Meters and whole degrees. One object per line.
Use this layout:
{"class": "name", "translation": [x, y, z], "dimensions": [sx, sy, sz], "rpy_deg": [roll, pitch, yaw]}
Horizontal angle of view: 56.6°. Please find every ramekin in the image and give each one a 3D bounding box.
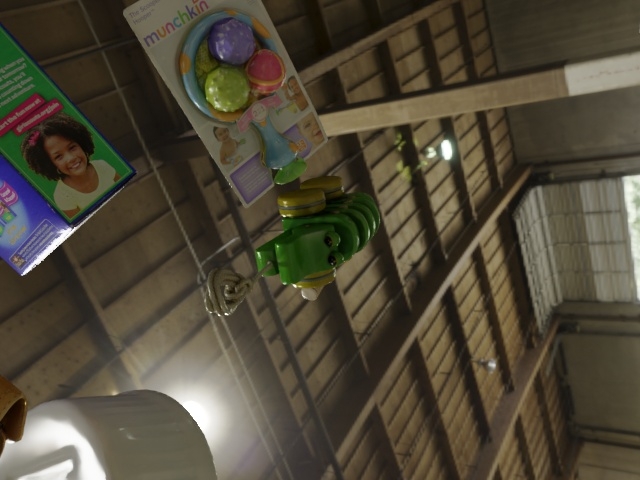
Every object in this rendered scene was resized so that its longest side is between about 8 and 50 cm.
{"class": "ramekin", "translation": [-0.263, 0.309, 0.676], "dimensions": [0.135, 0.277, 0.278], "rpy_deg": [26, -112, -55]}

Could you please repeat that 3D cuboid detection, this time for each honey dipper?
{"class": "honey dipper", "translation": [0.013, 0.040, 1.026], "dimensions": [0.161, 0.030, 0.031], "rpy_deg": [-56, -49, -44]}

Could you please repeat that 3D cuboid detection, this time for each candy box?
{"class": "candy box", "translation": [-0.423, -0.130, 0.745], "dimensions": [0.317, 0.268, 0.122], "rpy_deg": [49, -128, -16]}

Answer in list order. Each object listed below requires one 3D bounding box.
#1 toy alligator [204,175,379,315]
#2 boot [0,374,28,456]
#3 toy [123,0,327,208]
{"class": "toy alligator", "translation": [0.000, 0.000, 0.353], "dimensions": [0.189, 0.051, 0.056], "rpy_deg": [-43, -53, -64]}
{"class": "boot", "translation": [-0.288, 0.052, 0.394], "dimensions": [0.104, 0.211, 0.295], "rpy_deg": [-52, -16, -71]}
{"class": "toy", "translation": [-0.074, -0.160, 0.617], "dimensions": [0.137, 0.056, 0.237], "rpy_deg": [-42, -53, -20]}
